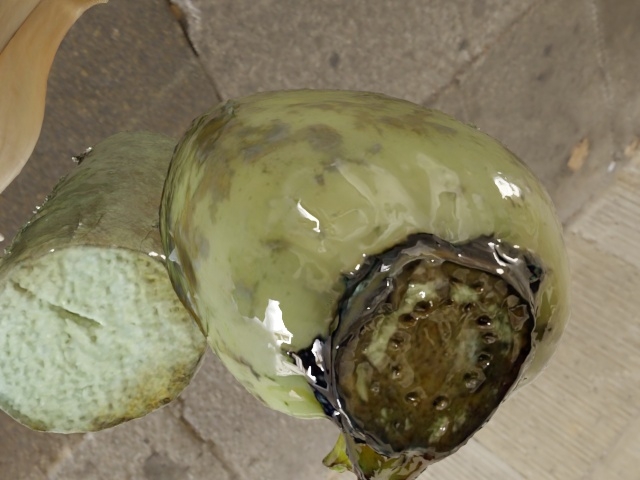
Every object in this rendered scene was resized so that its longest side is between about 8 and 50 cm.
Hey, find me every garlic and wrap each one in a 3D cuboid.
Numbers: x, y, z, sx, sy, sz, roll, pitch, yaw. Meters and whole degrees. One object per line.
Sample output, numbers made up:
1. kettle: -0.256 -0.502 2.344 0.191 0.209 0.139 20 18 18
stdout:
1. garlic: -0.303 -0.180 0.839 0.249 0.286 0.313 42 67 -31

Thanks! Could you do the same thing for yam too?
1. yam: -0.158 0.021 0.785 0.168 0.304 0.168 0 113 0

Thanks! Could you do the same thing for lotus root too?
1. lotus root: 0.000 0.000 0.474 0.173 0.309 0.173 -3 101 -17
